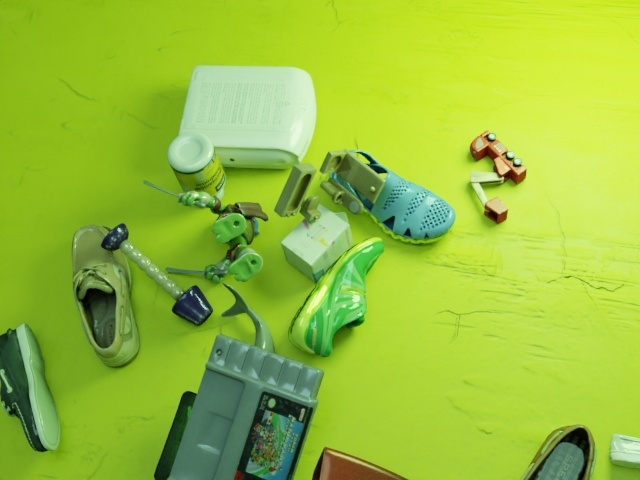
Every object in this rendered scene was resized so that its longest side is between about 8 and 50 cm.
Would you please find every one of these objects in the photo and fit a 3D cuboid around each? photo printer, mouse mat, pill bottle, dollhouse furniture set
[{"bbox_3d":[-0.164,-0.291,1.962,0.308,0.107,0.256,2,63,8],"label":"photo printer"},{"bbox_3d":[-0.233,0.406,1.639,0.153,0.007,0.189,16,81,16],"label":"mouse mat"},{"bbox_3d":[-0.269,-0.152,1.860,0.103,0.184,0.103,-3,63,6],"label":"pill bottle"},{"bbox_3d":[0.019,-0.091,1.709,0.123,0.144,0.151,41,31,26],"label":"dollhouse furniture set"}]

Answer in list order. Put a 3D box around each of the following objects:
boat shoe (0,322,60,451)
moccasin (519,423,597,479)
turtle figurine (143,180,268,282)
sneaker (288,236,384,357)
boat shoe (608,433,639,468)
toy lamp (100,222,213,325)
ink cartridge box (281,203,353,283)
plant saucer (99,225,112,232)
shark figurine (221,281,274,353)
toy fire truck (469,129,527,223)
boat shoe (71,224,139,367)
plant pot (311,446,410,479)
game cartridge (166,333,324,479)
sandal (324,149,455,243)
[{"bbox_3d":[-0.610,0.312,1.715,0.091,0.114,0.302,-24,50,-6],"label":"boat shoe"},{"bbox_3d":[0.384,0.496,1.456,0.139,0.147,0.380,31,71,21],"label":"moccasin"},{"bbox_3d":[-0.236,0.001,1.754,0.275,0.266,0.197,8,98,-19],"label":"turtle figurine"},{"bbox_3d":[0.049,0.118,1.739,0.123,0.109,0.295,38,68,-4],"label":"sneaker"},{"bbox_3d":[0.626,0.389,1.532,0.184,0.066,0.063,1,63,19],"label":"boat shoe"},{"bbox_3d":[-0.344,0.076,1.785,0.275,0.080,0.080,41,74,4],"label":"toy lamp"},{"bbox_3d":[0.000,0.000,1.798,0.090,0.092,0.143,36,71,23],"label":"ink cartridge box"},{"bbox_3d":[-0.505,0.006,1.906,0.083,0.015,0.083,-3,63,6],"label":"plant saucer"},{"bbox_3d":[-0.136,0.222,1.692,0.166,0.116,0.278,-2,64,5],"label":"shark figurine"},{"bbox_3d":[0.378,-0.143,1.845,0.135,0.047,0.192,-34,63,-9],"label":"toy fire truck"},{"bbox_3d":[-0.469,0.100,1.791,0.122,0.110,0.341,-22,65,-2],"label":"boat shoe"},{"bbox_3d":[0.089,0.530,1.432,0.236,0.267,0.267,10,64,-1],"label":"plant pot"},{"bbox_3d":[-0.147,0.380,1.579,0.230,0.068,0.355,17,86,20],"label":"game cartridge"},{"bbox_3d":[0.144,-0.100,1.806,0.317,0.138,0.126,25,66,17],"label":"sandal"}]
